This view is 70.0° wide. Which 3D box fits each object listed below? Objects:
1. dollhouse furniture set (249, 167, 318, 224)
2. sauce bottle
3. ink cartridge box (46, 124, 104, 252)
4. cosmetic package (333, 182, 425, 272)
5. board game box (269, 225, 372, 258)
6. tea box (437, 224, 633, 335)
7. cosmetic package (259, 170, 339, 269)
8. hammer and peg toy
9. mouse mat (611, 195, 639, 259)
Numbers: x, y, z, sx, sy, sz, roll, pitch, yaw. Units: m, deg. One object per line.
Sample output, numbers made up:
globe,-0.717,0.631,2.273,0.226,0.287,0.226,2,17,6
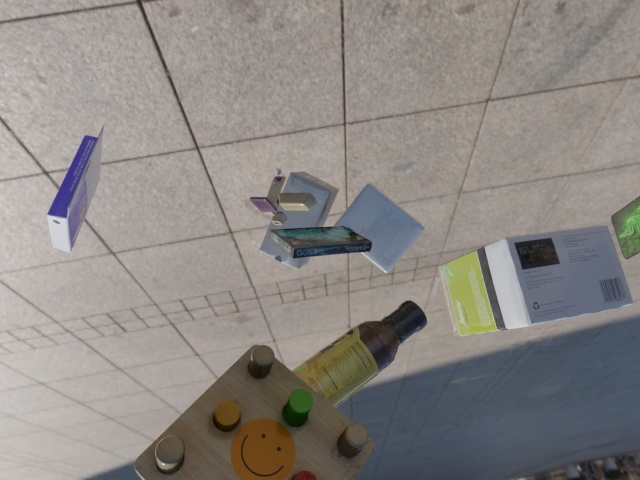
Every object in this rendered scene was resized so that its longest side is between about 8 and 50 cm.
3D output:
dollhouse furniture set,-0.044,-0.081,0.800,0.114,0.081,0.091,3,153,30
sauce bottle,0.074,0.243,0.948,0.344,0.111,0.111,-30,154,-22
ink cartridge box,-0.503,-0.109,0.944,0.045,0.206,0.208,18,148,-20
cosmetic package,0.151,-0.038,1.198,0.151,0.184,0.151,-51,178,10
board game box,0.000,0.000,0.985,0.186,0.126,0.026,-5,110,-28
tea box,0.560,0.118,1.244,0.329,0.219,0.323,-6,167,-17
cosmetic package,-0.058,-0.055,1.239,0.238,0.127,0.107,-65,169,17
hammer and peg toy,-0.046,0.344,0.642,0.266,0.361,0.127,-40,161,-39
mouse mat,0.951,-0.041,1.379,0.007,0.152,0.189,-4,158,-2
